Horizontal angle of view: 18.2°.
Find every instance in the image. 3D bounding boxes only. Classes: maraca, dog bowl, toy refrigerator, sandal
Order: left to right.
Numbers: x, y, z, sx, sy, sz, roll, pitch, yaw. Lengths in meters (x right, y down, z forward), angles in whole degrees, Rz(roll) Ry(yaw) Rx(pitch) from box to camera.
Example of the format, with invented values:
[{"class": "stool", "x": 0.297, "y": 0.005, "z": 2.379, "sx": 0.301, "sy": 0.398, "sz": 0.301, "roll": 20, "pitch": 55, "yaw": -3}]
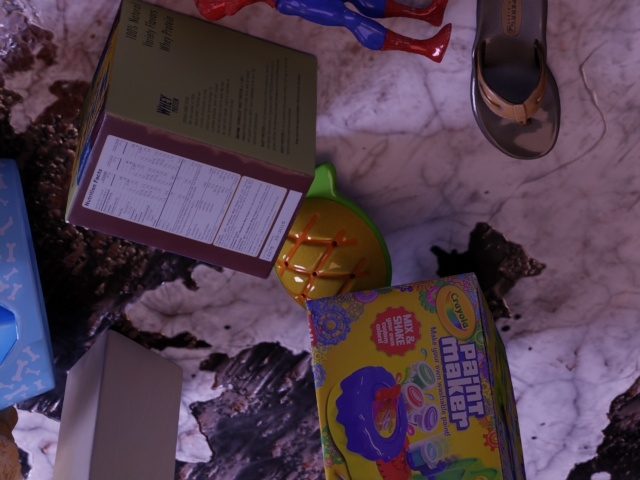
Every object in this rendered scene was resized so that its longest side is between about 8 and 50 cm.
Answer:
[{"class": "dog bowl", "x": -0.325, "y": 0.041, "z": 2.038, "sx": 0.074, "sy": 0.166, "sz": 0.297, "roll": -10, "pitch": 129, "yaw": -6}, {"class": "toy refrigerator", "x": -0.219, "y": 0.230, "z": 2.111, "sx": 0.102, "sy": 0.269, "sz": 0.094, "roll": 30, "pitch": 123, "yaw": -23}, {"class": "maraca", "x": 0.000, "y": 0.000, "z": 2.040, "sx": 0.127, "sy": 0.099, "sz": 0.185, "roll": -25, "pitch": 101, "yaw": 24}, {"class": "sandal", "x": 0.190, "y": -0.163, "z": 1.926, "sx": 0.090, "sy": 0.060, "sz": 0.219, "roll": -1, "pitch": 129, "yaw": 2}]

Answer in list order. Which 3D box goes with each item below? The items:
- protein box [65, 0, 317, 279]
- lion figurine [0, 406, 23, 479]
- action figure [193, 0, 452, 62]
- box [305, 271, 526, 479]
[{"class": "protein box", "x": -0.120, "y": -0.098, "z": 1.892, "sx": 0.201, "sy": 0.200, "sz": 0.136, "roll": 17, "pitch": 127, "yaw": -12}, {"class": "lion figurine", "x": -0.496, "y": 0.143, "z": 2.075, "sx": 0.240, "sy": 0.142, "sz": 0.392, "roll": 4, "pitch": 148, "yaw": 47}, {"class": "action figure", "x": -0.011, "y": -0.255, "z": 1.837, "sx": 0.280, "sy": 0.091, "sz": 0.139, "roll": 8, "pitch": 135, "yaw": -7}, {"class": "box", "x": 0.109, "y": 0.217, "z": 2.022, "sx": 0.177, "sy": 0.290, "sz": 0.279, "roll": -9, "pitch": 161, "yaw": 8}]
